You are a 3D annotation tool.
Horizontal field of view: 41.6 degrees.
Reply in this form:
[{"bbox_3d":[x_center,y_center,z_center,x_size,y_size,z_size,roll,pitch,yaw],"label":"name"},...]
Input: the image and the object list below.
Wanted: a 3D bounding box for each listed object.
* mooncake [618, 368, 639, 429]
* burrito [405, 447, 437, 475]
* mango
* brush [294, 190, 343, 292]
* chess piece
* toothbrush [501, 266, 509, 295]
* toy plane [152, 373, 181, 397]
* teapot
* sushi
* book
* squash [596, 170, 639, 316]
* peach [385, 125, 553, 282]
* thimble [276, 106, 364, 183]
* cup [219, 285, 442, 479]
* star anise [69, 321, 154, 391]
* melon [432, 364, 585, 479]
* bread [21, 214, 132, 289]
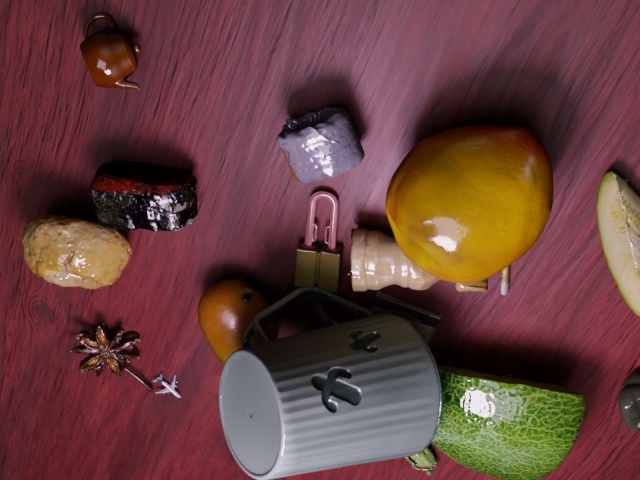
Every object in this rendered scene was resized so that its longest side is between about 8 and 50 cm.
[{"bbox_3d":[0.723,0.339,1.792,0.175,0.168,0.104,-29,110,10],"label":"mooncake"},{"bbox_3d":[0.174,0.475,2.060,0.104,0.054,0.288,-34,109,28],"label":"burrito"},{"bbox_3d":[-0.181,0.201,1.926,0.175,0.139,0.254,4,132,28],"label":"mango"},{"bbox_3d":[0.000,0.000,1.814,0.103,0.047,0.233,9,121,7],"label":"brush"},{"bbox_3d":[0.213,0.039,1.755,0.300,0.137,0.137,-1,121,9],"label":"chess piece"},{"bbox_3d":[0.388,-0.008,1.739,0.024,0.021,0.288,11,123,19],"label":"toothbrush"},{"bbox_3d":[-0.386,0.372,2.139,0.078,0.024,0.084,-42,113,14],"label":"toy plane"},{"bbox_3d":[-0.407,-0.366,1.655,0.116,0.116,0.173,-24,86,24],"label":"teapot"},{"bbox_3d":[-0.374,-0.087,1.793,0.225,0.136,0.126,9,114,13],"label":"sushi"},{"bbox_3d":[0.164,0.234,1.933,0.157,0.026,0.231,19,123,0],"label":"book"},{"bbox_3d":[0.585,0.005,1.651,0.252,0.169,0.093,42,165,-15],"label":"squash"},{"bbox_3d":[0.288,-0.073,1.582,0.308,0.289,0.289,-38,110,-7],"label":"peach"},{"bbox_3d":[-0.001,-0.190,1.651,0.151,0.127,0.118,-15,115,18],"label":"thimble"},{"bbox_3d":[-0.002,0.307,1.775,0.392,0.401,0.310,-4,113,-34],"label":"cup"},{"bbox_3d":[-0.523,0.296,2.095,0.177,0.073,0.234,-7,117,-1],"label":"star anise"},{"bbox_3d":[0.373,0.389,1.890,0.343,0.226,0.331,7,140,-8],"label":"melon"},{"bbox_3d":[-0.548,0.033,1.869,0.244,0.134,0.244,7,161,2],"label":"bread"}]
